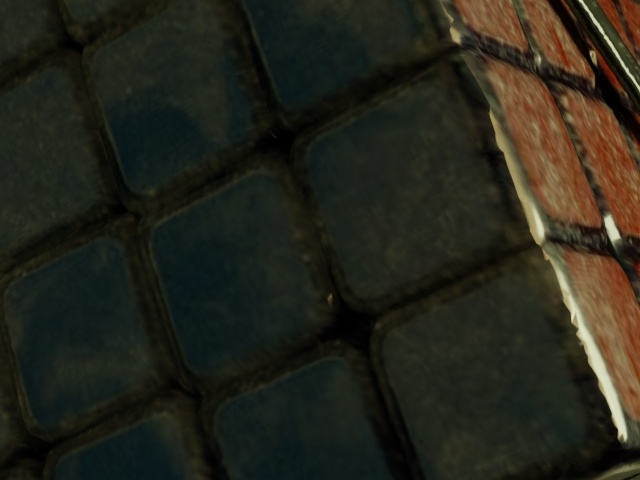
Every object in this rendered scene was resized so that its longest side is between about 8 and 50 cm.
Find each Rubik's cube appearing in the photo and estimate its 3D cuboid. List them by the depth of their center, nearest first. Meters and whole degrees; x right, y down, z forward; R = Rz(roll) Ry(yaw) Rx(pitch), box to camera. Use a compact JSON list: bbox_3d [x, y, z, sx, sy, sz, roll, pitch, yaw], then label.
[{"bbox_3d":[0.000,0.000,0.811,0.344,0.337,0.344,10,58,-59],"label":"Rubik's cube"}]

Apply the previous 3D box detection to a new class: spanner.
[{"bbox_3d":[0.147,-0.065,0.742,0.254,0.015,0.054,53,29,-20],"label":"spanner"}]
